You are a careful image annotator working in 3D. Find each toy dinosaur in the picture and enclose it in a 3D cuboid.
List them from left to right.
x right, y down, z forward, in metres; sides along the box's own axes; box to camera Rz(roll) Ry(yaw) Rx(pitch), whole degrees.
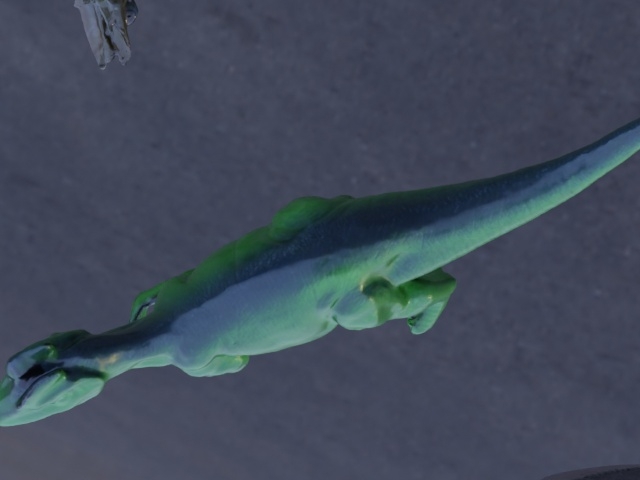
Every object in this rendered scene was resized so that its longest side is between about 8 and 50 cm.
[{"bbox_3d":[0.000,0.000,1.217,0.374,0.144,0.500,-12,163,-44],"label":"toy dinosaur"}]

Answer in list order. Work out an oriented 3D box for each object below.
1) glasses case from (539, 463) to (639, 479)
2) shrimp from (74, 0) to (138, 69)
[{"bbox_3d":[0.165,0.191,0.917,0.075,0.122,0.314,4,176,22],"label":"glasses case"},{"bbox_3d":[-0.260,-0.308,1.539,0.077,0.168,0.317,-14,105,37],"label":"shrimp"}]
